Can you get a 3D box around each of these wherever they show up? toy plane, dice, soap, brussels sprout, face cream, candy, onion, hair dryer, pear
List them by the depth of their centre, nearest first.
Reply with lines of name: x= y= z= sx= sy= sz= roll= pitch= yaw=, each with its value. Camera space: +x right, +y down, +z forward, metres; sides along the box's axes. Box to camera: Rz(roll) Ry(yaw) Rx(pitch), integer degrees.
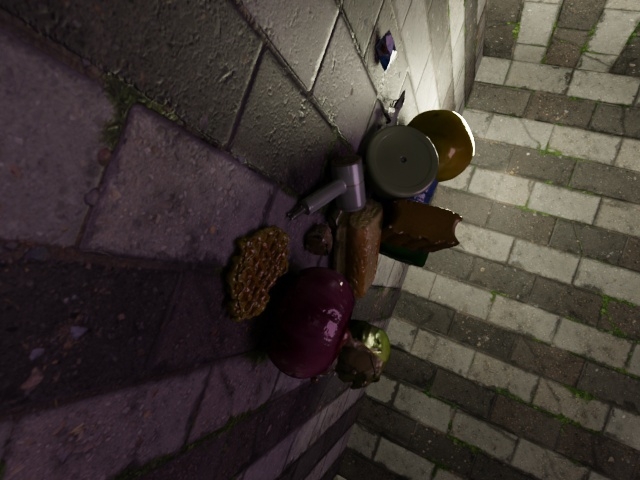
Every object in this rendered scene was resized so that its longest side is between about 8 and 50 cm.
hair dryer: x=0.014 y=-0.134 z=1.278 sx=0.357 sy=0.107 sz=0.173 roll=-35 pitch=127 yaw=-38
onion: x=-0.001 y=0.259 z=1.294 sx=0.358 sy=0.344 sz=0.359 roll=179 pitch=-90 yaw=-85
candy: x=0.000 y=0.000 z=1.367 sx=0.110 sy=0.085 sz=0.095 roll=-62 pitch=153 yaw=-47
candy: x=0.235 y=-0.674 z=1.433 sx=0.088 sy=0.038 sz=0.136 roll=-55 pitch=150 yaw=-5
toy plane: x=0.310 y=-0.533 z=1.694 sx=0.160 sy=0.082 sz=0.234 roll=40 pitch=56 yaw=-57
soap: x=0.394 y=-0.049 z=1.694 sx=0.335 sy=0.293 sz=0.156 roll=112 pitch=-12 yaw=-82
face cream: x=0.408 y=-0.220 z=1.941 sx=0.249 sy=0.248 sz=0.225 roll=8 pitch=101 yaw=-68
brussels sprout: x=0.187 y=0.541 z=1.971 sx=0.315 sy=0.276 sz=0.371 roll=-48 pitch=-178 yaw=-16
pear: x=0.575 y=-0.465 z=1.996 sx=0.418 sy=0.362 sz=0.363 roll=-37 pitch=141 yaw=-58
dice: x=0.462 y=-0.035 z=2.173 sx=0.287 sy=0.299 sz=0.298 roll=39 pitch=70 yaw=-71

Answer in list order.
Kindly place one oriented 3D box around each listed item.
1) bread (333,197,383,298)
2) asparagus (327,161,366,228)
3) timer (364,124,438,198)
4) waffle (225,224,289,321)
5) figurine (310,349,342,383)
bread: x=0.153 y=0.028 z=1.649 sx=0.237 sy=0.164 sz=0.376 roll=-52 pitch=151 yaw=-44
asparagus: x=0.092 y=-0.173 z=1.477 sx=0.067 sy=0.060 sz=0.278 roll=94 pitch=22 yaw=-72
timer: x=0.298 y=-0.279 z=1.678 sx=0.315 sy=0.290 sz=0.291 roll=121 pitch=-7 yaw=-77
waffle: x=-0.164 y=0.088 z=1.082 sx=0.291 sy=0.051 sz=0.291 roll=-52 pitch=152 yaw=-43
figurine: x=0.014 y=0.537 z=1.813 sx=0.194 sy=0.133 sz=0.274 roll=-51 pitch=166 yaw=-3
